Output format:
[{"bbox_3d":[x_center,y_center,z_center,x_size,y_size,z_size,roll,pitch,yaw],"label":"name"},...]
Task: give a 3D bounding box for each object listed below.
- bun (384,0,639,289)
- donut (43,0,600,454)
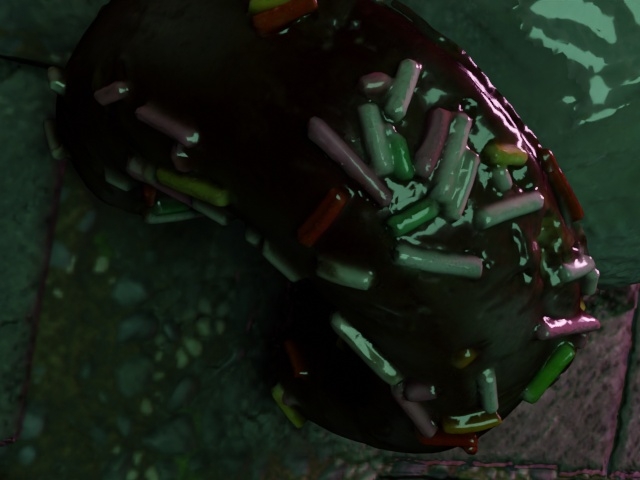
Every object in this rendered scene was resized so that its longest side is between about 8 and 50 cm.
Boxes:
[{"bbox_3d":[0.187,-0.143,0.580,0.362,0.211,0.362,5,82,-41],"label":"bun"},{"bbox_3d":[0.009,-0.004,0.495,0.136,0.259,0.345,-49,114,-22],"label":"donut"}]
